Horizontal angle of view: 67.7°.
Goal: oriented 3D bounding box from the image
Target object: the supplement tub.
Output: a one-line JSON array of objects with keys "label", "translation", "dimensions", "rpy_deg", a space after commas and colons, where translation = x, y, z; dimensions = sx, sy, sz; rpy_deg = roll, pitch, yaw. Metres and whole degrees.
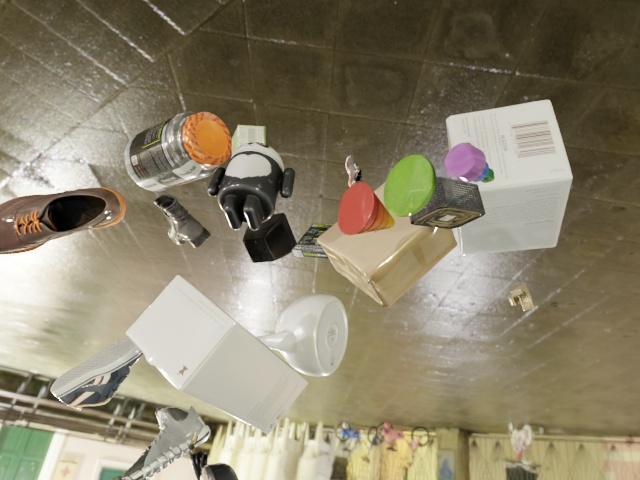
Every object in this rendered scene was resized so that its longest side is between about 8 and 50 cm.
[{"label": "supplement tub", "translation": [-0.453, -0.284, 1.523], "dimensions": [0.338, 0.207, 0.207], "rpy_deg": [-8, 149, 40]}]

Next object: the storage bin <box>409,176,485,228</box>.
[{"label": "storage bin", "translation": [0.324, -0.094, 1.244], "dimensions": [0.180, 0.084, 0.122], "rpy_deg": [4, 158, -34]}]

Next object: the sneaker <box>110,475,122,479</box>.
[{"label": "sneaker", "translation": [-0.518, 0.609, 1.009], "dimensions": [0.121, 0.108, 0.302], "rpy_deg": [-38, 166, 3]}]

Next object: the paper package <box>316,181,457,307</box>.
[{"label": "paper package", "translation": [0.205, 0.001, 1.502], "dimensions": [0.309, 0.325, 0.168], "rpy_deg": [35, 161, 52]}]

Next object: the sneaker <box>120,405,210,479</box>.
[{"label": "sneaker", "translation": [-0.402, 0.493, 1.186], "dimensions": [0.228, 0.132, 0.086], "rpy_deg": [-24, 157, -35]}]

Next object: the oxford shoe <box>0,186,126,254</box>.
[{"label": "oxford shoe", "translation": [-0.482, -0.039, 0.812], "dimensions": [0.271, 0.097, 0.098], "rpy_deg": [-18, -174, -9]}]

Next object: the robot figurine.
[{"label": "robot figurine", "translation": [-0.203, -0.164, 1.402], "dimensions": [0.209, 0.278, 0.173], "rpy_deg": [26, 140, -21]}]

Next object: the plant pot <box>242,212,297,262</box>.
[{"label": "plant pot", "translation": [-0.244, 0.004, 2.174], "dimensions": [0.187, 0.167, 0.188], "rpy_deg": [-5, 119, 32]}]

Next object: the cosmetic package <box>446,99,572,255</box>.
[{"label": "cosmetic package", "translation": [0.615, -0.193, 1.610], "dimensions": [0.327, 0.330, 0.394], "rpy_deg": [-7, 146, 15]}]

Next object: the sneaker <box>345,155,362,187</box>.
[{"label": "sneaker", "translation": [0.146, -0.281, 1.925], "dimensions": [0.061, 0.158, 0.065], "rpy_deg": [8, 153, -33]}]

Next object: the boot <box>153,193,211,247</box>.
[{"label": "boot", "translation": [-0.576, -0.094, 1.906], "dimensions": [0.338, 0.118, 0.223], "rpy_deg": [4, 137, 53]}]

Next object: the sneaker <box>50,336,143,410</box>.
[{"label": "sneaker", "translation": [-0.668, 0.420, 1.500], "dimensions": [0.321, 0.126, 0.127], "rpy_deg": [-28, 116, 6]}]

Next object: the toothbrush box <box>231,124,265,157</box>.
[{"label": "toothbrush box", "translation": [-0.322, -0.376, 2.109], "dimensions": [0.122, 0.206, 0.283], "rpy_deg": [0, 180, -17]}]

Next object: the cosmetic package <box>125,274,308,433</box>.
[{"label": "cosmetic package", "translation": [-0.196, 0.250, 0.989], "dimensions": [0.197, 0.155, 0.365], "rpy_deg": [30, 162, 34]}]

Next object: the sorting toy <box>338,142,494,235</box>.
[{"label": "sorting toy", "translation": [0.198, -0.088, 0.990], "dimensions": [0.126, 0.127, 0.365], "rpy_deg": [18, 153, -36]}]

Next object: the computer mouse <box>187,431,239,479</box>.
[{"label": "computer mouse", "translation": [-0.214, 0.465, 0.962], "dimensions": [0.060, 0.184, 0.262], "rpy_deg": [-13, 148, -26]}]

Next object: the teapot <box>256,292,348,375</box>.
[{"label": "teapot", "translation": [-0.043, 0.266, 1.391], "dimensions": [0.187, 0.253, 0.256], "rpy_deg": [0, 138, 29]}]

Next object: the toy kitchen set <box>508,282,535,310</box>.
[{"label": "toy kitchen set", "translation": [0.630, 0.192, 1.526], "dimensions": [0.068, 0.083, 0.075], "rpy_deg": [-24, 177, 36]}]

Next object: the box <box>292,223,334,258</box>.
[{"label": "box", "translation": [0.000, 0.000, 2.050], "dimensions": [0.190, 0.184, 0.045], "rpy_deg": [3, 130, 38]}]
